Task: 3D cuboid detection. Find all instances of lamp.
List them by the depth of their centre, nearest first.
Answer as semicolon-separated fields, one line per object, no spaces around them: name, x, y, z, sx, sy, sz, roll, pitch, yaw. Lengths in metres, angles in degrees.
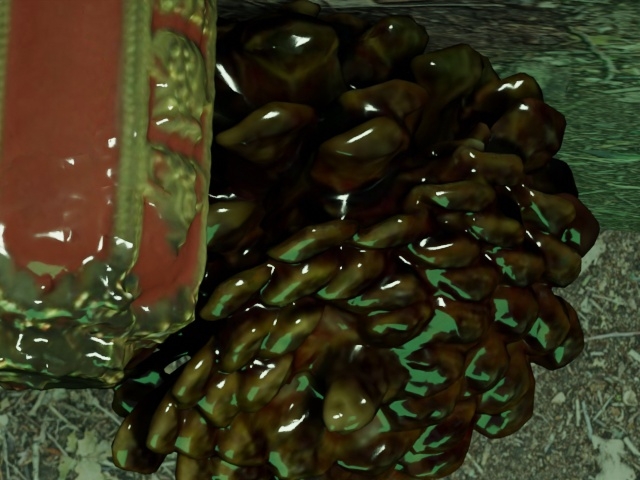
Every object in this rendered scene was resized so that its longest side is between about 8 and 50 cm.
lamp;-0.133;-0.065;0.834;0.177;0.274;0.177;1;167;0

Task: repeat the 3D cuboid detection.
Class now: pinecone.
pinecone;0.000;0.000;1.268;0.397;0.398;0.398;4;176;0
